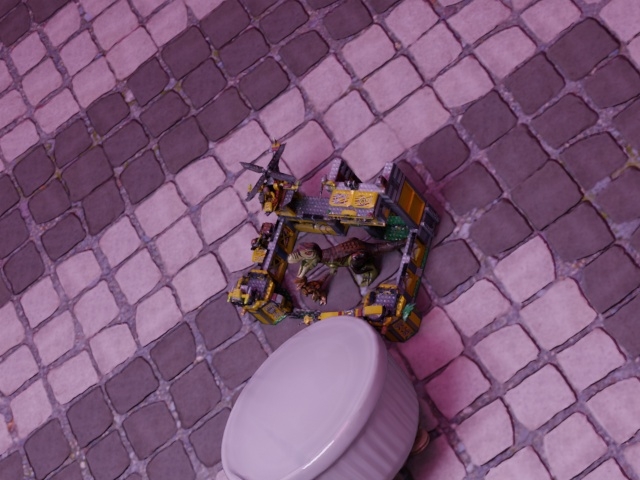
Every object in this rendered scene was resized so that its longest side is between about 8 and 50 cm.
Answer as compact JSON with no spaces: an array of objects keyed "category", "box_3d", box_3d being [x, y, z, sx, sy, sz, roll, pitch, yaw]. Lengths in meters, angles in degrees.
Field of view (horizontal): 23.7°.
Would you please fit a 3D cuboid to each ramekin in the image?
[{"category":"ramekin","box_3d":[0.008,0.243,1.993,0.273,0.127,0.273,-34,30,23]}]

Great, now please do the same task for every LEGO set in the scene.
[{"category":"LEGO set","box_3d":[0.000,0.000,2.136,0.331,0.192,0.255,14,72,35]}]

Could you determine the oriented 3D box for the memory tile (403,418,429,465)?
[{"category":"memory tile","box_3d":[0.084,0.260,2.023,0.113,0.012,0.148,-39,28,5]}]
